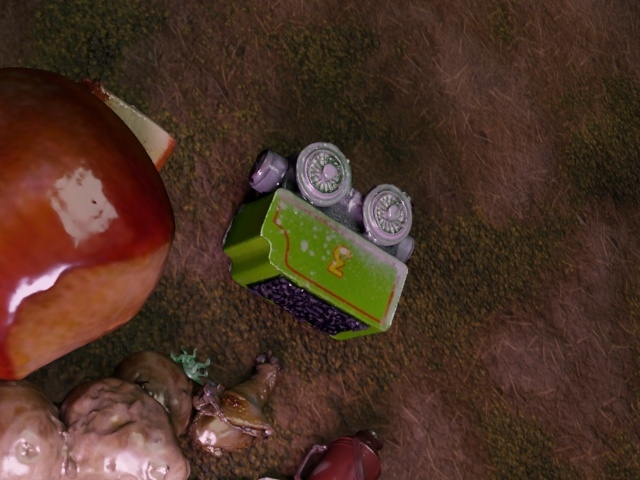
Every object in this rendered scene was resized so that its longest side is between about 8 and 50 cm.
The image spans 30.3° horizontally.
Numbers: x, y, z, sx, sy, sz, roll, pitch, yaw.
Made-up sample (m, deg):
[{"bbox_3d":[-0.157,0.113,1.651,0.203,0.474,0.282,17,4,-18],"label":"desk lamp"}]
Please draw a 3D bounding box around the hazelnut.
[{"bbox_3d":[-0.366,-0.019,1.435,0.365,0.366,0.366,15,64,-33],"label":"hazelnut"}]

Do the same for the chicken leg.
[{"bbox_3d":[-0.111,0.239,1.720,0.196,0.080,0.125,-18,83,-45],"label":"chicken leg"}]

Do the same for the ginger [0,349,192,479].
[{"bbox_3d":[-0.321,0.247,1.475,0.375,0.176,0.256,-2,32,-27],"label":"ginger"}]

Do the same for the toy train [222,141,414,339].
[{"bbox_3d":[0.000,0.000,1.847,0.307,0.173,0.249,32,65,-24],"label":"toy train"}]

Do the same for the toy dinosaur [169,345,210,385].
[{"bbox_3d":[-0.188,0.191,1.715,0.062,0.021,0.083,-4,73,-38],"label":"toy dinosaur"}]

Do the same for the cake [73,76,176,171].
[{"bbox_3d":[-0.316,-0.088,1.636,0.158,0.159,0.262,32,57,-28],"label":"cake"}]

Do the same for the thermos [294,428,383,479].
[{"bbox_3d":[0.022,0.357,1.737,0.124,0.099,0.232,18,40,18],"label":"thermos"}]

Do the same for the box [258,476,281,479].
[{"bbox_3d":[-0.054,0.383,1.742,0.083,0.024,0.054,19,64,-32],"label":"box"}]
